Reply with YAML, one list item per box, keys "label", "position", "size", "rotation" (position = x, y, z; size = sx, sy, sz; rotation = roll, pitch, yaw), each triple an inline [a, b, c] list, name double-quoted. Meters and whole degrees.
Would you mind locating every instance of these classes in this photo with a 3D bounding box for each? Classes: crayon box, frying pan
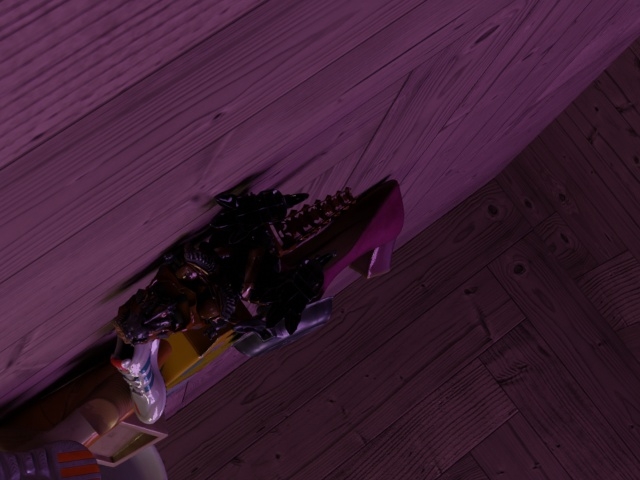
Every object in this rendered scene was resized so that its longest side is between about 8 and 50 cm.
- label: "crayon box"
  position: [-0.245, 0.197, 1.896]
  size: [0.318, 0.081, 0.202]
  rotation: [-40, 174, 26]
- label: "frying pan"
  position: [-0.055, 0.139, 1.828]
  size: [0.197, 0.053, 0.326]
  rotation: [-25, 174, -10]

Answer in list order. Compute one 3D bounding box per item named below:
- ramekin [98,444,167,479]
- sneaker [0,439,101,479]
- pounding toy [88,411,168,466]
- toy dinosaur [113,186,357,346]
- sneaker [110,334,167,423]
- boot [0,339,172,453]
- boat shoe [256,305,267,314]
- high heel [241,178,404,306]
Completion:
- label: "ramekin"
  position: [-0.422, 0.452, 1.948]
  size: [0.135, 0.277, 0.277]
  rotation: [-32, 179, 41]
- label: "sneaker"
  position: [-0.449, 0.339, 1.394]
  size: [0.180, 0.125, 0.321]
  rotation: [-31, 154, 29]
- label: "pounding toy"
  position: [-0.384, 0.289, 1.743]
  size: [0.181, 0.094, 0.206]
  rotation: [-32, 144, 22]
- label: "toy dinosaur"
  position: [-0.096, 0.016, 1.303]
  size: [0.322, 0.164, 0.218]
  rotation: [-54, -165, -20]
- label: "sneaker"
  position: [-0.250, 0.172, 1.458]
  size: [0.057, 0.161, 0.075]
  rotation: [6, -168, 33]
- label: "boot"
  position: [-0.358, 0.253, 1.610]
  size: [0.295, 0.104, 0.211]
  rotation: [-28, -171, 20]
- label: "boat shoe"
  position: [-0.105, 0.147, 2.530]
  size: [0.125, 0.038, 0.046]
  rotation: [-38, 135, -55]
- label: "high heel"
  position: [0.000, 0.000, 1.965]
  size: [0.377, 0.127, 0.181]
  rotation: [-19, 123, -44]
